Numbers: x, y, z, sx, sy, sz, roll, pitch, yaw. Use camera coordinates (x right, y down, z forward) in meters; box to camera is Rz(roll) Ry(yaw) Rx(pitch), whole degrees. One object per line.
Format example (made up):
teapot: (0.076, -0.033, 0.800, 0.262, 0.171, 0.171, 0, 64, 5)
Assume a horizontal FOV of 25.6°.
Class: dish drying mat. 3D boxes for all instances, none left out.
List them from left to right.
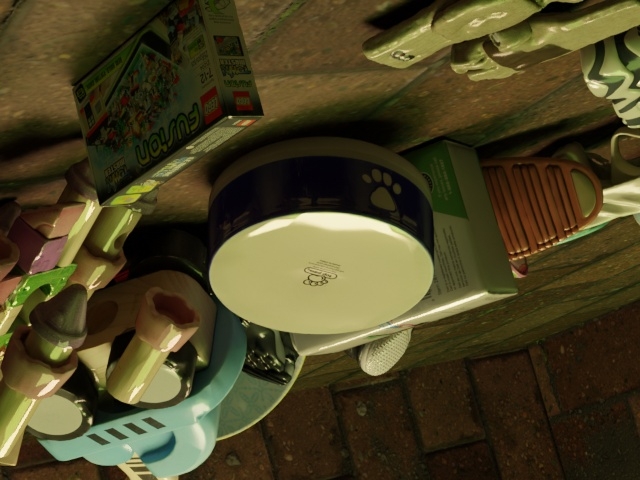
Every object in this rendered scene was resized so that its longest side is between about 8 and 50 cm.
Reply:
dish drying mat: (-0.263, 0.044, 1.987, 0.083, 0.008, 0.032, -25, 166, 38)

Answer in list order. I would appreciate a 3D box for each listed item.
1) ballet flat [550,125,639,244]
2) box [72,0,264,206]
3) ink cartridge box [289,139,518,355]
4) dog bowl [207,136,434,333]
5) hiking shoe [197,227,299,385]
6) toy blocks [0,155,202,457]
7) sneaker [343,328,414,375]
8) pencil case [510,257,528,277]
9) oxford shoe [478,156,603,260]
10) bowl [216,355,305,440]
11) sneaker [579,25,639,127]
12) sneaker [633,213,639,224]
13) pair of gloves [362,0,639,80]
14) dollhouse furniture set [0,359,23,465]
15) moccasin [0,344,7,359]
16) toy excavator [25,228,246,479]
ballet flat: (0.393, -0.086, 1.903, 0.400, 0.139, 0.139, -13, 171, 33)
box: (-0.130, -0.115, 1.160, 0.036, 0.114, 0.207, -5, 164, -40)
ink cartridge box: (0.085, 0.015, 1.809, 0.278, 0.201, 0.117, -20, 169, 25)
dog bowl: (0.000, 0.000, 1.629, 0.264, 0.104, 0.265, 0, 145, 0)
hiking shoe: (-0.096, 0.066, 1.955, 0.113, 0.132, 0.304, 11, 143, 26)
toy blocks: (-0.284, 0.000, 1.384, 0.260, 0.309, 0.288, -57, 163, 22)
sneaker: (0.093, 0.068, 2.036, 0.268, 0.153, 0.101, -46, 155, -36)
pencil case: (0.198, 0.042, 2.306, 0.284, 0.124, 0.124, -21, 167, 24)
oxford shoe: (0.196, -0.041, 1.914, 0.397, 0.141, 0.146, -10, -172, 24)
bowl: (-0.178, 0.142, 2.106, 0.289, 0.289, 0.156, -8, -152, -30)
sneaker: (0.382, -0.189, 1.495, 0.153, 0.094, 0.235, -12, 161, 28)
sneaker: (0.530, -0.117, 1.991, 0.150, 0.135, 0.366, 5, 154, -25)
pair of gloves: (0.179, -0.205, 1.309, 0.204, 0.042, 0.240, -20, 166, 39)
dollhouse furniture set: (-0.574, 0.177, 1.900, 0.303, 0.198, 0.286, 17, 165, -27)
moccasin: (-0.411, 0.098, 1.690, 0.147, 0.139, 0.380, -8, 153, -50)
toy excavator: (-0.252, 0.254, 1.905, 0.433, 0.222, 0.445, -19, 128, 20)
